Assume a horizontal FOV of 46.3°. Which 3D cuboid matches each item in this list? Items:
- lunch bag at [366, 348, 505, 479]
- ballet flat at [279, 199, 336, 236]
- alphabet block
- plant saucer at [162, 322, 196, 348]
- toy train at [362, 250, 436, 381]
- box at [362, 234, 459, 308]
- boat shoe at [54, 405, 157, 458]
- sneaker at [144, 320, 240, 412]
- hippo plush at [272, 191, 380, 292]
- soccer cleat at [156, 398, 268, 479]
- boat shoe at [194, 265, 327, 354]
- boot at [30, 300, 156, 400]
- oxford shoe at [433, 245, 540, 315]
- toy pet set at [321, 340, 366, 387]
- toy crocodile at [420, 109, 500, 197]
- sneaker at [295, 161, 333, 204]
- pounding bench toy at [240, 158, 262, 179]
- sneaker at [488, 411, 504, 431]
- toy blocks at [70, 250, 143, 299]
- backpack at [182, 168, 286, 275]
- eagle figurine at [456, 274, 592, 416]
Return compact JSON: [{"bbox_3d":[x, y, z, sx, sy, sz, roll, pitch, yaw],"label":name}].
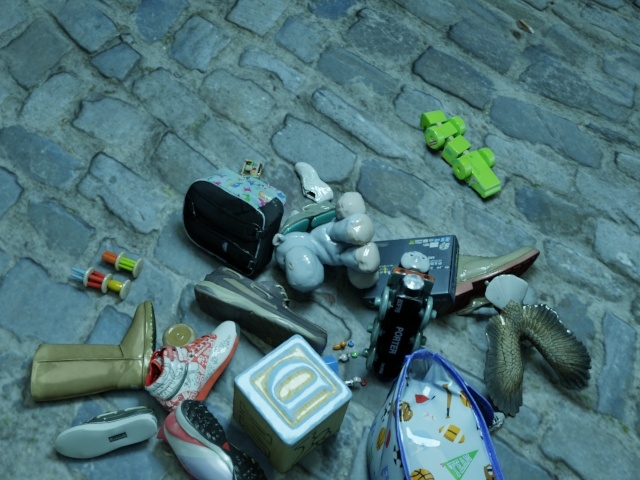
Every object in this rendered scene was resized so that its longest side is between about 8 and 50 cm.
[{"bbox_3d":[0.224,0.462,1.552,0.238,0.328,0.386,-4,53,-14],"label":"lunch bag"},{"bbox_3d":[-0.044,-0.058,2.020,0.213,0.072,0.068,-22,55,-37],"label":"ballet flat"},{"bbox_3d":[-0.067,0.363,1.659,0.192,0.197,0.193,-31,65,-26],"label":"alphabet block"},{"bbox_3d":[-0.343,0.235,1.819,0.083,0.015,0.084,4,56,-6],"label":"plant saucer"},{"bbox_3d":[0.185,0.180,1.752,0.142,0.334,0.190,12,40,3],"label":"toy train"},{"bbox_3d":[0.234,0.080,1.920,0.232,0.059,0.184,-5,52,24],"label":"box"},{"bbox_3d":[-0.469,0.419,1.648,0.219,0.078,0.070,-10,23,-10],"label":"boat shoe"},{"bbox_3d":[-0.295,0.264,1.723,0.145,0.090,0.270,45,55,-25],"label":"sneaker"},{"bbox_3d":[0.000,0.000,1.875,0.236,0.234,0.294,-14,44,-8],"label":"hippo plush"},{"bbox_3d":[-0.222,0.495,1.618,0.318,0.116,0.108,48,19,6],"label":"soccer cleat"},{"bbox_3d":[-0.134,0.158,1.831,0.355,0.132,0.130,25,56,8],"label":"boat shoe"},{"bbox_3d":[-0.522,0.250,1.741,0.269,0.089,0.236,-1,56,-7],"label":"boot"},{"bbox_3d":[0.420,0.071,1.973,0.348,0.123,0.130,-20,59,-20],"label":"oxford shoe"},{"bbox_3d":[0.048,0.293,1.802,0.114,0.065,0.122,-10,57,-15],"label":"toy pet set"},{"bbox_3d":[0.409,-0.261,2.221,0.115,0.105,0.341,-28,68,-24],"label":"toy crocodile"},{"bbox_3d":[-0.030,-0.162,2.112,0.061,0.054,0.152,-31,66,-22],"label":"sneaker"},{"bbox_3d":[-0.192,-0.199,2.095,0.052,0.083,0.065,11,56,0],"label":"pounding bench toy"},{"bbox_3d":[0.401,0.425,1.758,0.098,0.069,0.038,-27,64,-23],"label":"sneaker"},{"bbox_3d":[-0.538,0.073,1.880,0.148,0.054,0.123,19,56,6],"label":"toy blocks"},{"bbox_3d":[-0.223,-0.062,1.917,0.253,0.225,0.191,25,34,15],"label":"backpack"},{"bbox_3d":[0.497,0.242,1.830,0.225,0.226,0.298,8,47,-27],"label":"eagle figurine"}]
